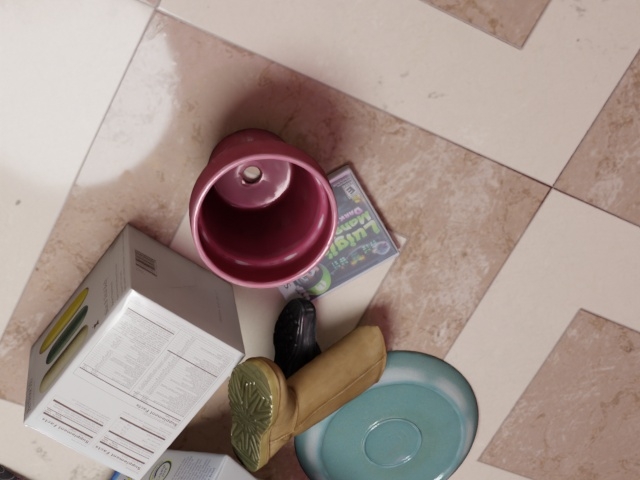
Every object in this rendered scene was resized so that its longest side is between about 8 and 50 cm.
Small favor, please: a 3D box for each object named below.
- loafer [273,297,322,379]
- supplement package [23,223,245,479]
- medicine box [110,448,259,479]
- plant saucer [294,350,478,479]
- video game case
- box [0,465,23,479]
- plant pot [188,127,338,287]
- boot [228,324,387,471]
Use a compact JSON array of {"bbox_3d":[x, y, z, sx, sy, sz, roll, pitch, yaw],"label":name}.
[{"bbox_3d":[-0.031,0.179,1.830,0.078,0.076,0.223,-10,128,-26],"label":"loafer"},{"bbox_3d":[-0.272,0.162,1.701,0.198,0.199,0.263,33,108,-24],"label":"supplement package"},{"bbox_3d":[-0.170,0.456,1.823,0.263,0.289,0.149,45,59,-27],"label":"medicine box"},{"bbox_3d":[0.115,0.328,1.955,0.317,0.044,0.318,-4,119,-8],"label":"plant saucer"},{"bbox_3d":[0.000,0.000,1.769,0.190,0.022,0.173,-29,119,5],"label":"video game case"},{"bbox_3d":[-0.480,0.488,1.842,0.247,0.142,0.163,34,107,-9],"label":"box"},{"bbox_3d":[-0.087,-0.064,1.628,0.201,0.180,0.201,-5,119,-8],"label":"plant pot"},{"bbox_3d":[-0.012,0.195,1.723,0.269,0.089,0.236,-31,152,-33],"label":"boot"}]
